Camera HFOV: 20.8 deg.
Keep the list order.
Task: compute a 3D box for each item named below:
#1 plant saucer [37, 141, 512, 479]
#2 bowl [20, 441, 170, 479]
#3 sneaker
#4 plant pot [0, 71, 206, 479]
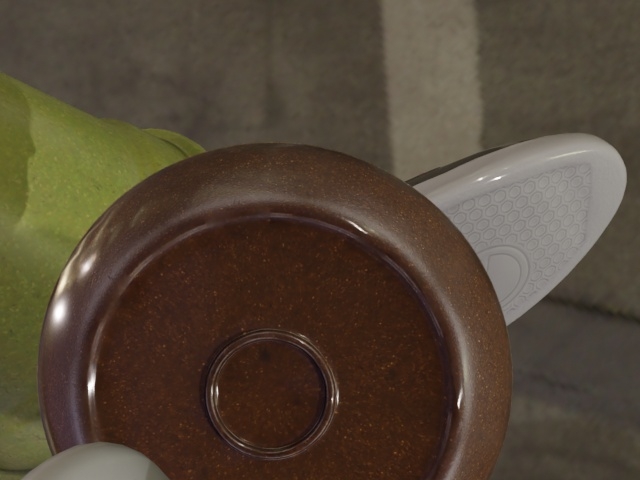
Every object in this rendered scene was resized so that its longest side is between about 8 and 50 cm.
[{"bbox_3d":[-0.017,0.051,0.604,0.168,0.029,0.168,0,97,3],"label":"plant saucer"},{"bbox_3d":[-0.006,0.196,0.347,0.134,0.298,0.298,7,127,10],"label":"bowl"},{"bbox_3d":[0.000,0.000,0.878,0.104,0.296,0.147,56,-174,-42],"label":"sneaker"},{"bbox_3d":[-0.243,-0.012,1.136,0.276,0.276,0.254,-7,148,42],"label":"plant pot"}]
